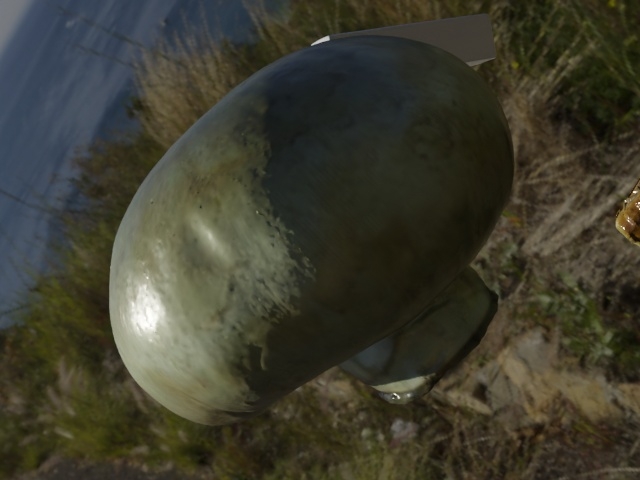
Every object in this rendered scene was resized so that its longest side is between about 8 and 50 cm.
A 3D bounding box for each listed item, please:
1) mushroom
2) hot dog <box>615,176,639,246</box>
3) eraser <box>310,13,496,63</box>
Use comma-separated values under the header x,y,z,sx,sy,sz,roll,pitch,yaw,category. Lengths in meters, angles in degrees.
x,y,z,sx,sy,sz,roll,pitch,yaw,category
0.000,0.000,0.676,0.352,0.260,0.352,-45,5,5,mushroom
0.466,-0.113,1.063,0.289,0.083,0.068,-64,-3,25,hot dog
0.138,-0.305,1.384,0.076,0.298,0.078,-1,101,67,eraser
